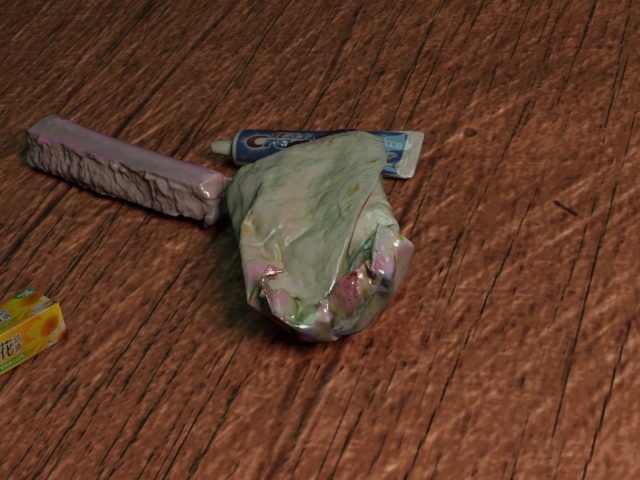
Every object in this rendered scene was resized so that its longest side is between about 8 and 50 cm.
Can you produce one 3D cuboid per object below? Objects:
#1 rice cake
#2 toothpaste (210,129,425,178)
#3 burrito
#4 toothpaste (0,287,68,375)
[{"bbox_3d":[-0.175,-0.065,1.356,0.055,0.049,0.270,-19,28,-41],"label":"rice cake"},{"bbox_3d":[-0.006,-0.080,1.346,0.197,0.035,0.057,3,49,19],"label":"toothpaste"},{"bbox_3d":[0.000,0.000,1.165,0.144,0.089,0.229,-23,30,6],"label":"burrito"},{"bbox_3d":[-0.275,0.095,1.136,0.178,0.037,0.043,-31,38,-31],"label":"toothpaste"}]
